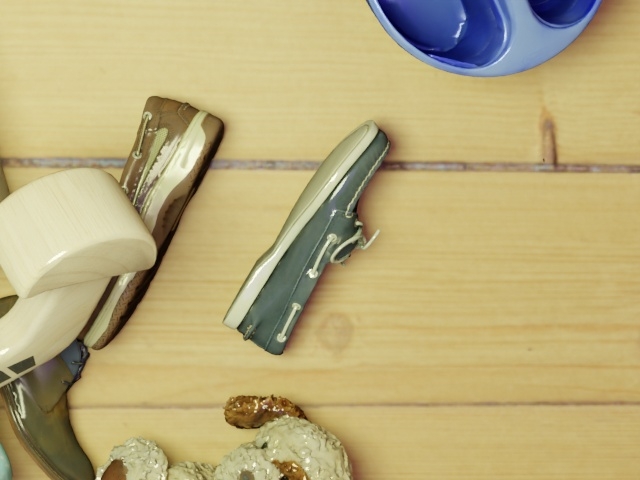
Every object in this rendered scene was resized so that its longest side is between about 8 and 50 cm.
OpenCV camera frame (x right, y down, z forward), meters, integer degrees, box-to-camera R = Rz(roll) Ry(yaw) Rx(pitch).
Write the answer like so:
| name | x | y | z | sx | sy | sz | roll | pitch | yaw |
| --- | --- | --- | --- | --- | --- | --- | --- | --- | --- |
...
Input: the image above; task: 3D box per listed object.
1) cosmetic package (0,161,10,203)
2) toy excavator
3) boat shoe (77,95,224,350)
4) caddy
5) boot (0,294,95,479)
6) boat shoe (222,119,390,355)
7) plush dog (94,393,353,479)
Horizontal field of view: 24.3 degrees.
| name | x | y | z | sx | sy | sz | roll | pitch | yaw |
| --- | --- | --- | --- | --- | --- | --- | --- | --- | --- |
| cosmetic package | -0.423 | -0.140 | 1.382 | 0.197 | 0.155 | 0.365 | -13 | 99 | -4 |
| toy excavator | -0.355 | 0.146 | 1.339 | 0.445 | 0.433 | 0.222 | -28 | 64 | -17 |
| boat shoe | -0.191 | -0.022 | 1.460 | 0.095 | 0.095 | 0.257 | 27 | 87 | 1 |
| caddy | 0.129 | -0.320 | 1.394 | 0.241 | 0.179 | 0.341 | -26 | 100 | -2 |
| boot | -0.262 | 0.147 | 1.477 | 0.106 | 0.082 | 0.219 | -32 | 98 | 3 |
| boat shoe | 0.000 | 0.000 | 1.471 | 0.079 | 0.095 | 0.254 | 33 | 96 | -7 |
| plush dog | -0.062 | 0.276 | 1.465 | 0.225 | 0.262 | 0.210 | -43 | 140 | 6 |
